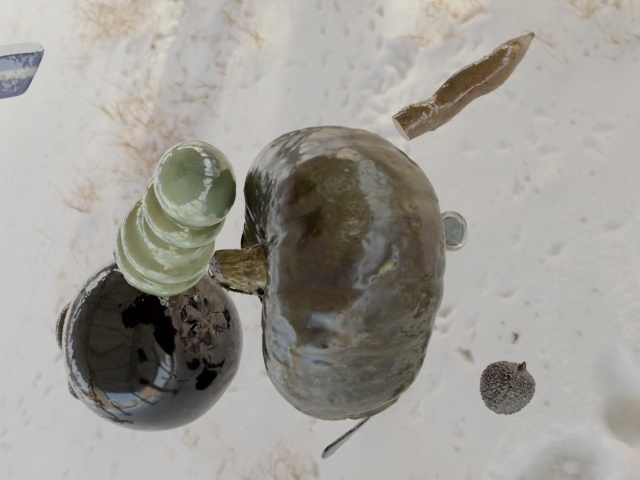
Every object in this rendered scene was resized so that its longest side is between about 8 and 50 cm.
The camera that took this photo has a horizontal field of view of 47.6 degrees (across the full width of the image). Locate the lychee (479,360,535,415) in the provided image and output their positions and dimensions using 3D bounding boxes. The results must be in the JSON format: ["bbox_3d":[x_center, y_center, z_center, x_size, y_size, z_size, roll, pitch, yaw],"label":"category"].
[{"bbox_3d":[0.231,0.180,0.900,0.067,0.068,0.083,24,118,14],"label":"lychee"}]

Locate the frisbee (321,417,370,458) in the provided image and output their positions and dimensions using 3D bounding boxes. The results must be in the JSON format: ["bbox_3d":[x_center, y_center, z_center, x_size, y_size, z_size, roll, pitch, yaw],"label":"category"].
[{"bbox_3d":[0.098,0.236,1.086,0.012,0.211,0.187,46,126,17],"label":"frisbee"}]

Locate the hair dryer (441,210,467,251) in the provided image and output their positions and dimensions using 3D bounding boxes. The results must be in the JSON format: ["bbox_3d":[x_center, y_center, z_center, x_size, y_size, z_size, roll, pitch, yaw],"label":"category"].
[{"bbox_3d":[0.150,0.036,1.316,0.236,0.073,0.131,-39,12,-27],"label":"hair dryer"}]

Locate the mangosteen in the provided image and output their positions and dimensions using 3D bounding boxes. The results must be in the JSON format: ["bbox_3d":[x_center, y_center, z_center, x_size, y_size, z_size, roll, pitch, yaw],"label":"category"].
[{"bbox_3d":[-0.284,0.171,1.164,0.313,0.297,0.297,-33,54,10],"label":"mangosteen"}]

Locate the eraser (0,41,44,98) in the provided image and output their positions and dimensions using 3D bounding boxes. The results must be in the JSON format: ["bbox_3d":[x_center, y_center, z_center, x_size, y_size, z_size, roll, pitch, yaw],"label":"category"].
[{"bbox_3d":[-0.333,-0.121,0.573,0.082,0.225,0.036,-140,40,-58],"label":"eraser"}]

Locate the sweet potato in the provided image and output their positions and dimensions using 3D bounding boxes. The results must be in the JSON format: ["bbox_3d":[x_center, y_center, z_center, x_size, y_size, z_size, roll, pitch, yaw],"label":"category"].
[{"bbox_3d":[0.244,-0.252,1.164,0.281,0.067,0.059,-34,77,0],"label":"sweet potato"}]

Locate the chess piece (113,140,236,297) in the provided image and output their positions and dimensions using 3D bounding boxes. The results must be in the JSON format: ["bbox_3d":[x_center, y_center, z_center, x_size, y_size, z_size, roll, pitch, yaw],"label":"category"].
[{"bbox_3d":[-0.168,-0.033,0.885,0.243,0.133,0.133,135,137,-56],"label":"chess piece"}]

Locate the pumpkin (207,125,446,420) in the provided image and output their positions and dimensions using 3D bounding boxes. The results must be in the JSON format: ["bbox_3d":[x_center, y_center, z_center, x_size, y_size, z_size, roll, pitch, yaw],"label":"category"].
[{"bbox_3d":[0.000,0.000,0.761,0.242,0.232,0.325,-10,55,-9],"label":"pumpkin"}]
